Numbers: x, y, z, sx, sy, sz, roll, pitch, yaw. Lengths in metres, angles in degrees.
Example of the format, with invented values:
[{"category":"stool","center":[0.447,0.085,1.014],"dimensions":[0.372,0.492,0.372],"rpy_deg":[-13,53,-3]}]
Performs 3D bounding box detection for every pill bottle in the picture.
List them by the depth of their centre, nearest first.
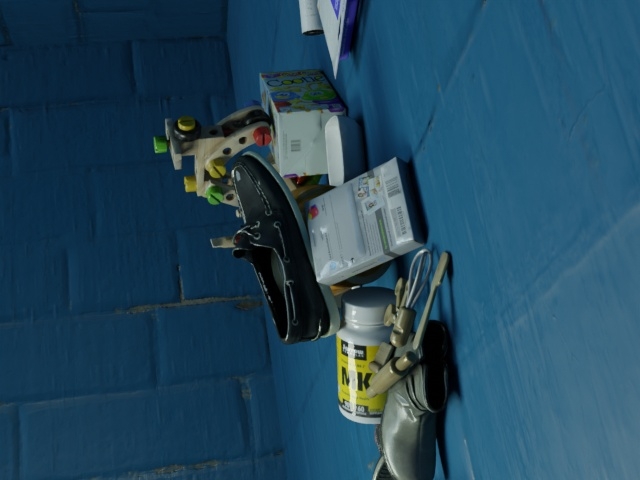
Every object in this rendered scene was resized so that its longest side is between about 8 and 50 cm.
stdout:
[{"category":"pill bottle","center":[0.086,0.190,1.512],"dimensions":[0.119,0.119,0.208],"rpy_deg":[-123,29,-70]}]

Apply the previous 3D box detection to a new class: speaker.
[{"category":"speaker","center":[-0.019,-0.510,1.928],"dimensions":[0.055,0.055,0.136],"rpy_deg":[169,95,-80]}]

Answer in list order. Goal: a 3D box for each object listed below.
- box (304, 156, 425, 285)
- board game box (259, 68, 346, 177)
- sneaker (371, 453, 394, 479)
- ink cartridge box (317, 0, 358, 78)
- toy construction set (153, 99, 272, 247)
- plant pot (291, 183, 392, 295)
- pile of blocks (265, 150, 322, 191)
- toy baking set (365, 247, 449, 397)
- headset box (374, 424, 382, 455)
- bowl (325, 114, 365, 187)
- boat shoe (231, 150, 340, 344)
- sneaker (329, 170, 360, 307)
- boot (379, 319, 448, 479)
[{"category":"box","center":[0.065,-0.028,1.412],"dimensions":[0.038,0.186,0.145],"rpy_deg":[23,-130,-50]},{"category":"board game box","center":[-0.041,-0.258,1.934],"dimensions":[0.275,0.142,0.144],"rpy_deg":[-113,20,-60]},{"category":"sneaker","center":[0.115,0.429,1.582],"dimensions":[0.118,0.083,0.222],"rpy_deg":[-112,18,-60]},{"category":"ink cartridge box","center":[0.037,-0.444,1.668],"dimensions":[0.206,0.045,0.208],"rpy_deg":[99,164,-54]},{"category":"toy construction set","center":[-0.228,-0.133,1.889],"dimensions":[0.257,0.237,0.308],"rpy_deg":[134,127,-61]},{"category":"plant pot","center":[0.030,0.005,1.581],"dimensions":[0.188,0.205,0.205],"rpy_deg":[10,105,64]},{"category":"pile of blocks","center":[-0.011,-0.055,2.028],"dimensions":[0.113,0.149,0.362],"rpy_deg":[-13,100,37]},{"category":"toy baking set","center":[0.117,0.118,1.319],"dimensions":[0.256,0.030,0.196],"rpy_deg":[126,159,-61]},{"category":"headset box","center":[0.122,0.362,1.653],"dimensions":[0.083,0.032,0.062],"rpy_deg":[-116,22,-60]},{"category":"bowl","center":[0.049,-0.167,1.728],"dimensions":[0.142,0.053,0.142],"rpy_deg":[164,101,-81]},{"category":"boat shoe","center":[-0.088,0.016,1.487],"dimensions":[0.127,0.113,0.340],"rpy_deg":[-28,84,61]},{"category":"sneaker","center":[0.000,0.000,1.829],"dimensions":[0.104,0.147,0.295],"rpy_deg":[-137,44,-78]},{"category":"boot","center":[0.143,0.245,1.318],"dimensions":[0.161,0.083,0.246],"rpy_deg":[133,135,-76]}]
